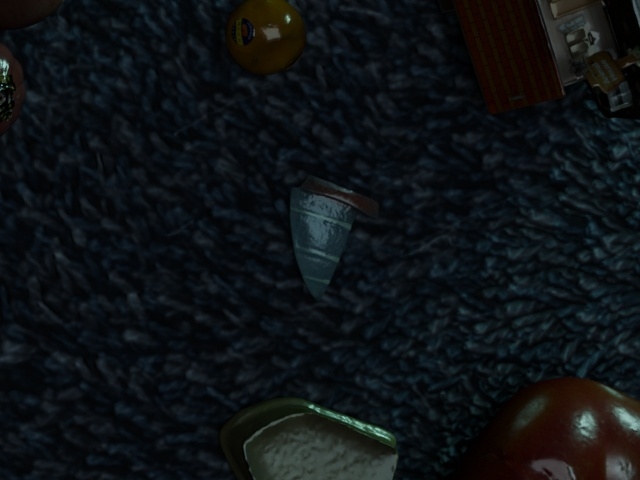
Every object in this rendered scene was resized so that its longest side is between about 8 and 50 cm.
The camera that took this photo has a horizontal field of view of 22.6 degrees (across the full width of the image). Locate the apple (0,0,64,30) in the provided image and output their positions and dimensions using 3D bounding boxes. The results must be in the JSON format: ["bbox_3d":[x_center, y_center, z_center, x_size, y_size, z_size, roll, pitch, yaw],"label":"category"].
[{"bbox_3d":[-0.301,-0.277,1.516,0.153,0.120,0.153,-1,95,-13],"label":"apple"}]

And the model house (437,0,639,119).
[{"bbox_3d":[0.218,-0.236,1.604,0.154,0.207,0.294,-21,100,-7],"label":"model house"}]

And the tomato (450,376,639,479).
[{"bbox_3d":[0.248,0.286,1.654,0.298,0.226,0.299,-3,97,-21],"label":"tomato"}]

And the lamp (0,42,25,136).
[{"bbox_3d":[-0.333,-0.144,1.536,0.107,0.092,0.107,-19,117,-44],"label":"lamp"}]

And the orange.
[{"bbox_3d":[-0.055,-0.205,1.605,0.083,0.083,0.084,-1,96,-13],"label":"orange"}]

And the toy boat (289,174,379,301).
[{"bbox_3d":[0.000,0.001,1.663,0.096,0.034,0.122,21,92,-9],"label":"toy boat"}]

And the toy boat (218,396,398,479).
[{"bbox_3d":[-0.014,0.230,1.669,0.188,0.061,0.116,19,91,-14],"label":"toy boat"}]
